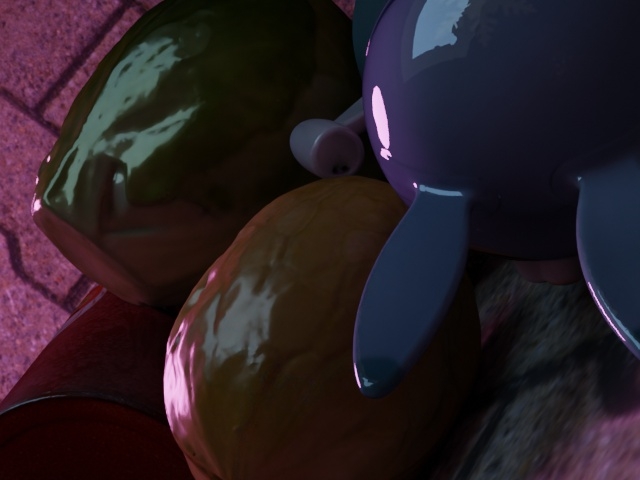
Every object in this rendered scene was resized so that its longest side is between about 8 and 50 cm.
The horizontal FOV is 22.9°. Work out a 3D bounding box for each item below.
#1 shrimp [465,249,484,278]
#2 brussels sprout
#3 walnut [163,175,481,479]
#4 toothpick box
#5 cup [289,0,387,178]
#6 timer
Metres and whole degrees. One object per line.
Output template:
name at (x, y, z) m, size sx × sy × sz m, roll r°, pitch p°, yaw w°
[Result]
shrimp at (0.066, 0.038, 1.047) m, size 0.190 × 0.042 × 0.101 m, roll 134°, pitch 151°, yaw -54°
brussels sprout at (-0.067, -0.061, 1.058) m, size 0.219 × 0.210 × 0.271 m, roll 2°, pitch 38°, yaw 46°
walnut at (0.003, 0.057, 0.824) m, size 0.159 × 0.159 × 0.207 m, roll -48°, pitch 12°, yaw 49°
toothpick box at (-0.108, 0.122, 1.136) m, size 0.204 × 0.204 × 0.333 m, roll -51°, pitch 4°, yaw 26°
cup at (0.121, -0.115, 0.925) m, size 0.299 × 0.168 × 0.173 m, roll -30°, pitch 19°, yaw -10°
timer at (0.098, -0.026, 0.707) m, size 0.175 × 0.175 × 0.255 m, roll 133°, pitch 143°, yaw -53°
